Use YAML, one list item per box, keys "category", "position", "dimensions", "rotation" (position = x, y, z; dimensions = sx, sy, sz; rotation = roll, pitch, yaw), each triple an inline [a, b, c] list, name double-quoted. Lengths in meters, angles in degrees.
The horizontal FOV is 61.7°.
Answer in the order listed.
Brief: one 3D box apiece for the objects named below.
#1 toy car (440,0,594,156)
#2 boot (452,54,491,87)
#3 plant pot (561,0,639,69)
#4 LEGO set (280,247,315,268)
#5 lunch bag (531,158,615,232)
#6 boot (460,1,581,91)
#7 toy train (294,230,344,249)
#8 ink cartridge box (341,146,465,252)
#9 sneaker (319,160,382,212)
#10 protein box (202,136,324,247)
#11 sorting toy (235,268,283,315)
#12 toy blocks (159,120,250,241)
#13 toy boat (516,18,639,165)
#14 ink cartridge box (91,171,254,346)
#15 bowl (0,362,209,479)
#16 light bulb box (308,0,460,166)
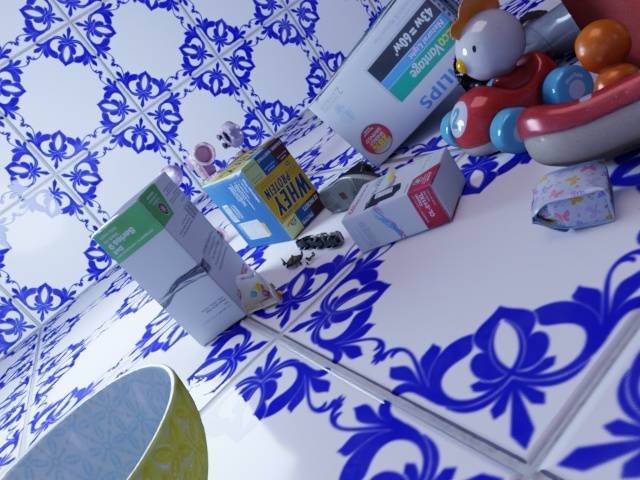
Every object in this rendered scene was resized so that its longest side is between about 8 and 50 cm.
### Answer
- category: "toy car"
  position: [0.280, -0.287, 0.900]
  dimensions: [0.210, 0.238, 0.219]
  rotation: [-38, 18, -3]
- category: "boot"
  position: [0.298, -0.310, 1.035]
  dimensions: [0.099, 0.121, 0.045]
  rotation: [0, 6, -40]
- category: "plant pot"
  position: [0.506, -0.406, 0.780]
  dimensions: [0.267, 0.267, 0.236]
  rotation: [-38, 7, -3]
- category: "LEGO set"
  position: [-0.044, 0.041, 1.044]
  dimensions: [0.054, 0.023, 0.083]
  rotation: [-46, 33, -19]
- category: "lunch bag"
  position: [0.283, -0.048, 0.606]
  dimensions: [0.083, 0.053, 0.071]
  rotation: [-12, 30, 32]
- category: "boot"
  position: [0.429, -0.366, 1.068]
  dimensions: [0.222, 0.118, 0.338]
  rotation: [-44, 11, -1]
- category: "toy train"
  position: [0.000, 0.000, 1.051]
  dimensions: [0.036, 0.027, 0.158]
  rotation: [-34, 14, -28]
- category: "ink cartridge box"
  position: [0.136, -0.064, 0.881]
  dimensions: [0.175, 0.072, 0.127]
  rotation: [-22, 24, 37]
- category: "sneaker"
  position: [0.089, -0.126, 1.103]
  dimensions: [0.118, 0.083, 0.222]
  rotation: [-44, 18, -22]
- category: "protein box"
  position: [-0.135, -0.106, 1.276]
  dimensions: [0.201, 0.200, 0.136]
  rotation: [-10, 32, 53]
- category: "sorting toy"
  position: [-0.114, 0.087, 0.964]
  dimensions: [0.083, 0.075, 0.045]
  rotation: [-23, 22, 34]
- category: "toy blocks"
  position: [-0.267, -0.169, 1.549]
  dimensions: [0.309, 0.289, 0.260]
  rotation: [-40, 15, -21]
- category: "toy boat"
  position: [0.338, -0.180, 0.615]
  dimensions: [0.231, 0.151, 0.151]
  rotation: [-24, -11, 32]
- category: "ink cartridge box"
  position: [-0.268, 0.032, 1.045]
  dimensions: [0.121, 0.289, 0.211]
  rotation: [-36, 18, 9]
- category: "bowl"
  position: [-0.210, 0.282, 0.531]
  dimensions: [0.289, 0.156, 0.289]
  rotation: [-33, 18, 12]
- category: "light bulb box"
  position: [0.192, -0.430, 1.309]
  dimensions: [0.358, 0.225, 0.361]
  rotation: [-46, 11, 30]
